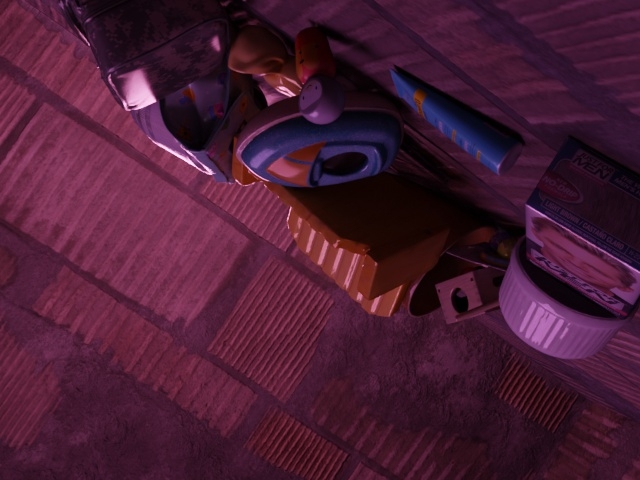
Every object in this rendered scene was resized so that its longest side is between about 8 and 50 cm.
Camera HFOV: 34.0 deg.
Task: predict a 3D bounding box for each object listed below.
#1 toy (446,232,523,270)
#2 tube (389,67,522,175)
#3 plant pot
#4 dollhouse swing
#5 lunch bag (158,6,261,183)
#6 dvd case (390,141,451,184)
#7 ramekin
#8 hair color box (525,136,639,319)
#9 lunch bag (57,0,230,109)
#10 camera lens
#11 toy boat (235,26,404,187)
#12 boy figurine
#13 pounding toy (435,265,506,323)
[{"bbox_3d":[0.366,0.023,1.902,0.237,0.056,0.137,22,-160,36],"label":"toy"},{"bbox_3d":[0.179,-0.165,1.430,0.207,0.052,0.080,38,167,25],"label":"tube"},{"bbox_3d":[0.177,-0.015,2.093,0.254,0.237,0.237,44,180,25],"label":"plant pot"},{"bbox_3d":[0.000,0.000,1.891,0.347,0.305,0.315,43,-143,20],"label":"dollhouse swing"},{"bbox_3d":[-0.191,-0.244,1.835,0.160,0.262,0.223,-9,168,6],"label":"lunch bag"},{"bbox_3d":[0.132,-0.166,1.949,0.164,0.018,0.221,34,175,-24],"label":"dvd case"},{"bbox_3d":[0.375,0.089,1.621,0.207,0.109,0.207,14,-144,-11],"label":"ramekin"},{"bbox_3d":[0.368,-0.003,1.384,0.174,0.105,0.347,33,175,17],"label":"hair color box"},{"bbox_3d":[-0.280,-0.365,1.590,0.256,0.213,0.305,64,176,2],"label":"lunch bag"},{"bbox_3d":[-0.263,-0.281,2.293,0.274,0.219,0.219,31,175,39],"label":"camera lens"},{"bbox_3d":[-0.001,-0.171,1.583,0.318,0.268,0.148,84,176,-62],"label":"toy boat"},{"bbox_3d":[-0.031,-0.252,1.739,0.285,0.092,0.177,33,180,-37],"label":"boy figurine"},{"bbox_3d":[0.305,0.087,1.938,0.206,0.181,0.094,-27,77,59],"label":"pounding toy"}]
